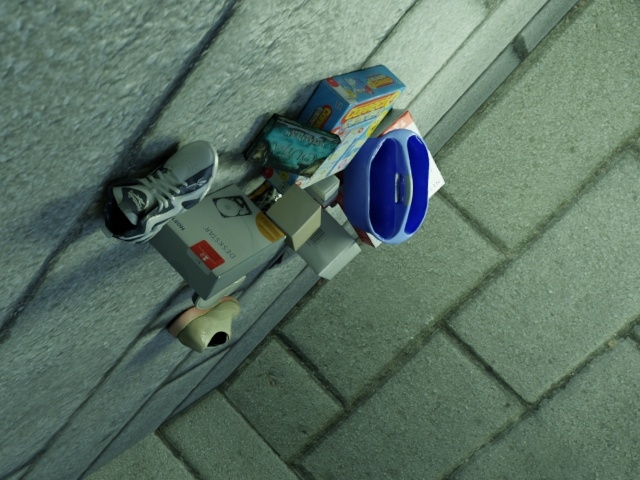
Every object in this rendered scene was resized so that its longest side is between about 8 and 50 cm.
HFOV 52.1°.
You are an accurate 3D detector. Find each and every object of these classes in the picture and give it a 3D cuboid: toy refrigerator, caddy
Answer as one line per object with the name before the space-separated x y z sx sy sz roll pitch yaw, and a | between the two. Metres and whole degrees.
toy refrigerator | -0.066 -0.055 1.635 0.102 0.094 0.269 -47 175 -6
caddy | 0.205 -0.161 1.924 0.242 0.179 0.341 -13 111 -34

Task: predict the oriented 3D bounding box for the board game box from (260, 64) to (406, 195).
board game box | 0.036 -0.275 1.622 0.308 0.086 0.302 -32 165 -52

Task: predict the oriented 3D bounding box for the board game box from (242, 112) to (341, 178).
board game box | -0.060 -0.202 1.432 0.186 0.026 0.126 10 133 -41

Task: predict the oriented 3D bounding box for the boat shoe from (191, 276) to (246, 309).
boat shoe | -0.309 0.128 1.924 0.095 0.079 0.254 -52 170 28

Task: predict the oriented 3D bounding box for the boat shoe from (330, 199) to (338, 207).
boat shoe | 0.082 -0.177 2.206 0.112 0.095 0.335 -50 169 30

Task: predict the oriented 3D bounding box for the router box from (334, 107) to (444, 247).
router box | 0.203 -0.199 2.079 0.335 0.301 0.082 -43 -148 -14

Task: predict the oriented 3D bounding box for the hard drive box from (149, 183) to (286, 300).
hard drive box | -0.220 -0.002 1.432 0.232 0.181 0.089 -35 166 -48

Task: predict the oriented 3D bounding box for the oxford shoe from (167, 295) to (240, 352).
oxford shoe | -0.360 0.293 2.206 0.140 0.146 0.397 -48 170 19

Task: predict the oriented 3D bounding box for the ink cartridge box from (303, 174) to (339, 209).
ink cartridge box | -0.005 -0.163 1.856 0.063 0.109 0.150 -42 170 -10

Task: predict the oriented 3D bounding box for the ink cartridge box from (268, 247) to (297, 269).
ink cartridge box | -0.119 0.053 2.580 0.179 0.045 0.145 -28 175 14

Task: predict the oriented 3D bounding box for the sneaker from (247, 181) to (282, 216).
sneaker | -0.143 -0.088 1.685 0.215 0.083 0.084 -41 168 -29

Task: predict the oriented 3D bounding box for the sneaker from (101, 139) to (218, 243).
sneaker | -0.279 -0.080 1.104 0.235 0.094 0.153 -36 -179 9

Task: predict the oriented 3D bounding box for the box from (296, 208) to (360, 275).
box | 0.000 0.000 2.266 0.168 0.215 0.345 -44 170 1
